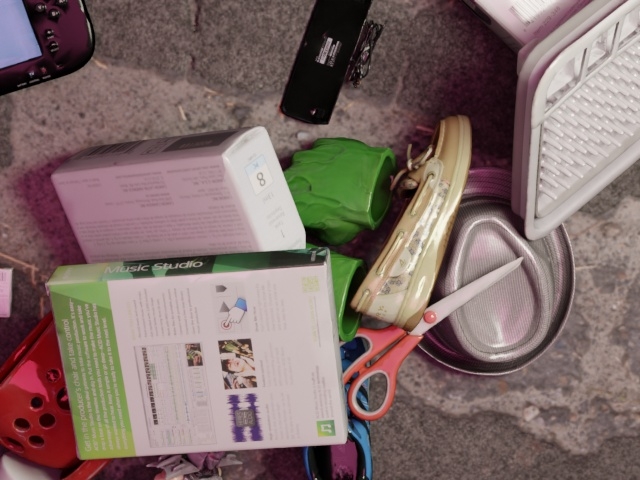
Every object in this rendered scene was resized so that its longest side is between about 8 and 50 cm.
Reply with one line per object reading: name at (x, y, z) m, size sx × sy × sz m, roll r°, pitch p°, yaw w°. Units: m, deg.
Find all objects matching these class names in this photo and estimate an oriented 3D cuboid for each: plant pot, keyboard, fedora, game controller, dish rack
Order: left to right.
game controller at (-0.449, -0.256, 1.883) m, size 0.319 × 0.067 × 0.166 m, roll -17°, pitch 97°, yaw 1°
plant pot at (-0.319, 0.201, 1.880) m, size 0.174 × 0.191 × 0.191 m, roll 41°, pitch 93°, yaw -8°
keyboard at (0.024, -0.238, 1.927) m, size 0.100 × 0.038 × 0.192 m, roll 22°, pitch 97°, yaw 19°
fedora at (0.214, 0.047, 1.914) m, size 0.244 × 0.124 × 0.275 m, roll -6°, pitch 97°, yaw -2°
dish rack at (0.326, -0.178, 1.800) m, size 0.285 × 0.332 × 0.072 m, roll -39°, pitch 59°, yaw -22°

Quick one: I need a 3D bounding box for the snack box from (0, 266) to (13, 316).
snack box at (-0.490, 0.063, 1.940) m, size 0.178 × 0.022 × 0.064 m, roll 3°, pitch 97°, yaw -3°

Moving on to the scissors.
scissors at (0.114, 0.098, 1.847) m, size 0.109 × 0.021 × 0.297 m, roll 43°, pitch 95°, yaw 7°

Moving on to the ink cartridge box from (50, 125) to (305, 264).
ink cartridge box at (-0.137, 0.056, 1.847) m, size 0.308 × 0.091 × 0.385 m, roll -4°, pitch 117°, yaw 39°

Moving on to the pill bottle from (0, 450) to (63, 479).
pill bottle at (-0.434, 0.480, 1.886) m, size 0.229 × 0.229 × 0.407 m, roll 33°, pitch 95°, yaw -5°

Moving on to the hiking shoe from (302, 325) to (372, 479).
hiking shoe at (0.021, 0.207, 1.919) m, size 0.113 × 0.132 × 0.304 m, roll -12°, pitch 95°, yaw -1°

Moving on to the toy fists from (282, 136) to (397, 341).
toy fists at (0.000, 0.000, 1.879) m, size 0.142 × 0.096 × 0.279 m, roll 9°, pitch 74°, yaw 24°

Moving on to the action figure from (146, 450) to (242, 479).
action figure at (-0.183, 0.366, 1.929) m, size 0.185 × 0.099 × 0.285 m, roll 9°, pitch 114°, yaw -47°

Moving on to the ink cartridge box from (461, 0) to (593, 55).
ink cartridge box at (0.256, -0.381, 1.863) m, size 0.306 × 0.131 × 0.226 m, roll 43°, pitch 93°, yaw -5°

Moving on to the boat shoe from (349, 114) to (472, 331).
boat shoe at (0.117, -0.033, 1.826) m, size 0.089 × 0.104 × 0.285 m, roll 18°, pitch 69°, yaw -1°

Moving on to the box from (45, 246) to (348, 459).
box at (-0.138, 0.132, 1.724) m, size 0.322 × 0.058 × 0.232 m, roll -4°, pitch 111°, yaw 4°
